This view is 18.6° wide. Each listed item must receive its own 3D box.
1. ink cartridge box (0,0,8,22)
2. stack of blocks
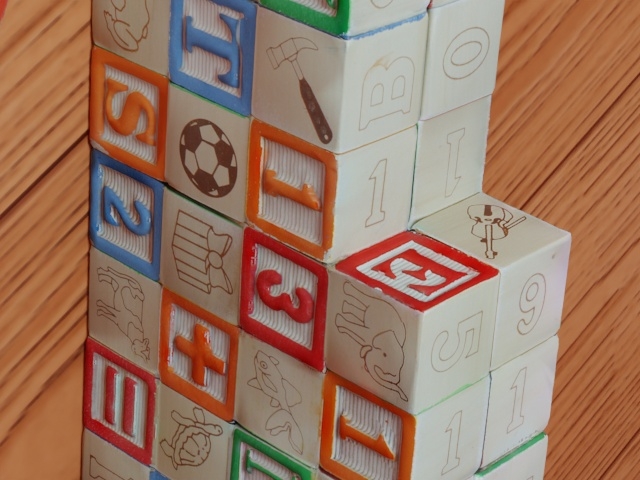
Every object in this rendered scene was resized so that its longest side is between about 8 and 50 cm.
[{"bbox_3d":[-0.186,0.011,0.608,0.189,0.066,0.232,15,103,-54],"label":"ink cartridge box"},{"bbox_3d":[0.000,0.000,0.734,0.087,0.171,0.297,-23,128,-42],"label":"stack of blocks"}]
